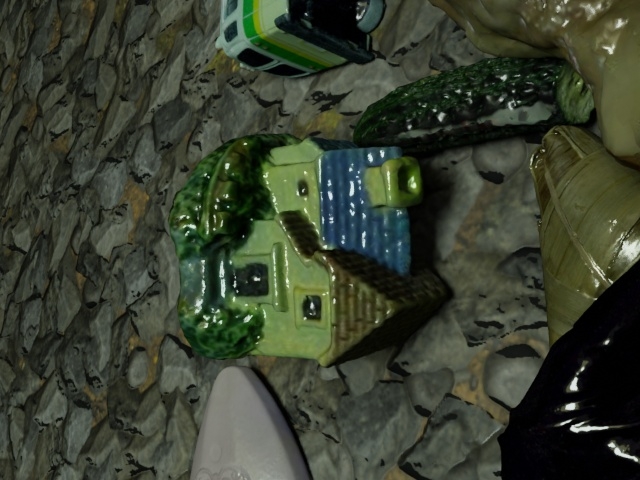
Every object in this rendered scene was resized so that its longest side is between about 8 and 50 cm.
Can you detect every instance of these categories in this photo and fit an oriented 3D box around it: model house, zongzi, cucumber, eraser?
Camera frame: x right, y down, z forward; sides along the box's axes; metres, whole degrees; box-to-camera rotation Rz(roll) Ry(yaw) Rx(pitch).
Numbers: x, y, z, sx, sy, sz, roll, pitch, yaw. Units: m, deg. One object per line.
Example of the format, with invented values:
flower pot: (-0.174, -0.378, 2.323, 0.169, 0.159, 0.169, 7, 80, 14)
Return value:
model house: (0.000, 0.000, 0.667, 0.189, 0.195, 0.214, 0, 91, 37)
zongzi: (0.189, 0.017, 0.570, 0.176, 0.078, 0.160, -58, 40, 27)
cucumber: (0.130, -0.121, 0.661, 0.265, 0.077, 0.077, -2, 77, 48)
eraser: (-0.089, 0.254, 0.782, 0.204, 0.059, 0.244, -22, 68, 39)

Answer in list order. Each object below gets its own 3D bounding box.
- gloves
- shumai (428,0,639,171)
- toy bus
gloves: (0.230, 0.098, 0.439, 0.197, 0.152, 0.301, 60, 146, 22)
shumai: (0.243, -0.155, 0.475, 0.345, 0.217, 0.283, -15, 84, 16)
toy bus: (-0.030, -0.328, 0.830, 0.164, 0.133, 0.276, -11, 72, 45)
